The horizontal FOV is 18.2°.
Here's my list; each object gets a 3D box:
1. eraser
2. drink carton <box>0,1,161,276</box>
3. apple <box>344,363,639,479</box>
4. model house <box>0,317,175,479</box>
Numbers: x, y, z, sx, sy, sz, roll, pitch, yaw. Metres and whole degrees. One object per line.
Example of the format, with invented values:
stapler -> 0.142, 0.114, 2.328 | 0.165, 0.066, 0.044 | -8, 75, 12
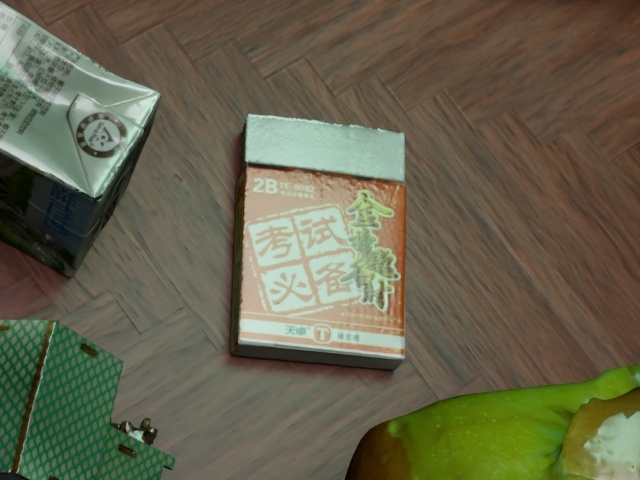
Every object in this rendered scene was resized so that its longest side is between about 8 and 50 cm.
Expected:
eraser -> 0.000, 0.000, 1.844 | 0.157, 0.038, 0.230 | 6, 67, -12
drink carton -> -0.315, -0.124, 1.724 | 0.324, 0.194, 0.132 | 30, 66, -2
apple -> 0.215, 0.249, 1.602 | 0.384, 0.374, 0.374 | 39, 62, -18
model house -> -0.245, 0.148, 1.623 | 0.271, 0.206, 0.178 | 18, 65, -7
